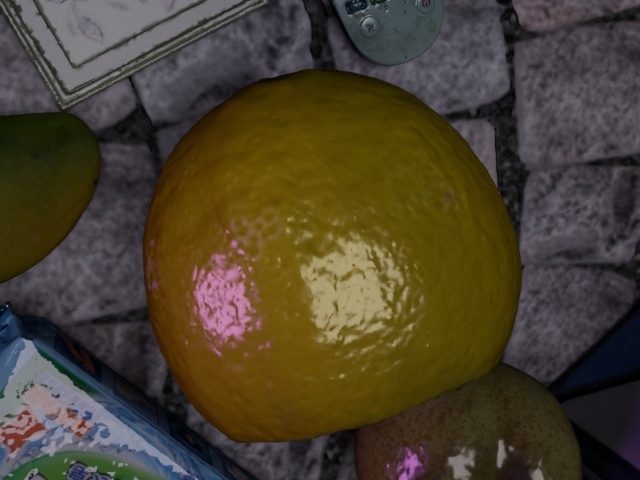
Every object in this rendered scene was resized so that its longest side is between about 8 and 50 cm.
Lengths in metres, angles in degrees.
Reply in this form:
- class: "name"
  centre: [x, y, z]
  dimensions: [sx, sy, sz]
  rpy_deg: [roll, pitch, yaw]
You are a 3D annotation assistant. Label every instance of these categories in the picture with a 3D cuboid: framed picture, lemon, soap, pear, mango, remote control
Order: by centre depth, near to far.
- class: "mango"
  centre: [-0.235, -0.022, 0.576]
  dimensions: [0.191, 0.085, 0.122]
  rpy_deg: [-3, 104, -30]
- class: "lemon"
  centre: [0.000, 0.000, 0.579]
  dimensions: [0.241, 0.240, 0.219]
  rpy_deg: [-18, 93, -11]
- class: "framed picture"
  centre: [-0.160, -0.227, 0.606]
  dimensions: [0.173, 0.010, 0.231]
  rpy_deg: [-31, 106, -7]
- class: "remote control"
  centre: [0.020, -0.247, 0.633]
  dimensions: [0.097, 0.045, 0.256]
  rpy_deg: [-22, 108, -8]
- class: "soap"
  centre: [-0.167, 0.179, 0.647]
  dimensions: [0.293, 0.077, 0.156]
  rpy_deg: [40, 89, -17]
- class: "pear"
  centre: [0.108, 0.167, 0.681]
  dimensions: [0.167, 0.136, 0.167]
  rpy_deg: [-1, 119, -3]

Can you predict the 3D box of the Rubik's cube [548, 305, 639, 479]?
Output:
- class: "Rubik's cube"
  centre: [0.407, 0.178, 0.674]
  dimensions: [0.305, 0.307, 0.310]
  rpy_deg: [-42, 107, -3]
